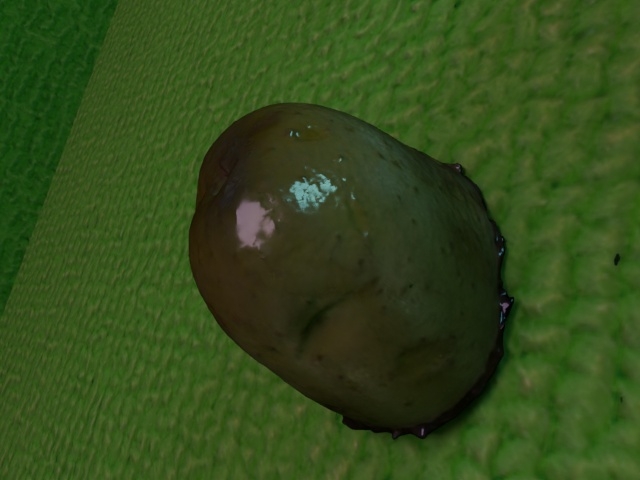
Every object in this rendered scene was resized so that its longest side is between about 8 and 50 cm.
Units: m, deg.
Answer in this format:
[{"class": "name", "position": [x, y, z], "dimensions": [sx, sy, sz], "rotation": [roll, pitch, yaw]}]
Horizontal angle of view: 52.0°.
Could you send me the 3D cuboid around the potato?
[{"class": "potato", "position": [0.000, 0.000, 0.512], "dimensions": [0.242, 0.243, 0.285], "rotation": [-42, 39, 30]}]
